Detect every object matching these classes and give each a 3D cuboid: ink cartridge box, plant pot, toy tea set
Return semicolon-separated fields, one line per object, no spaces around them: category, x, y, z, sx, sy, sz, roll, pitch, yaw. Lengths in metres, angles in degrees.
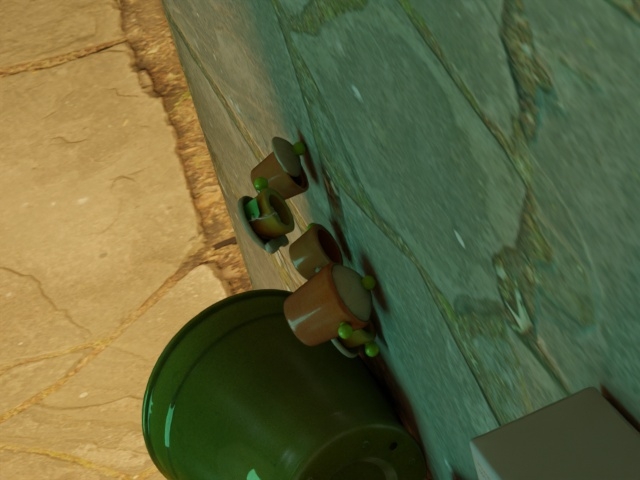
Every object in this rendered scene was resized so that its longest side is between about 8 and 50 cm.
ink cartridge box;0.223;0.281;1.041;0.197;0.114;0.273;-128;17;-61
plant pot;-0.031;0.306;2.075;0.353;0.366;0.366;35;148;55
toy tea set;0.000;0.000;1.908;0.336;0.124;0.200;63;-160;12

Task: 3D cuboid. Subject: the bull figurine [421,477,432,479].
bull figurine;0.160;0.378;1.684;0.310;0.101;0.188;178;90;-86
